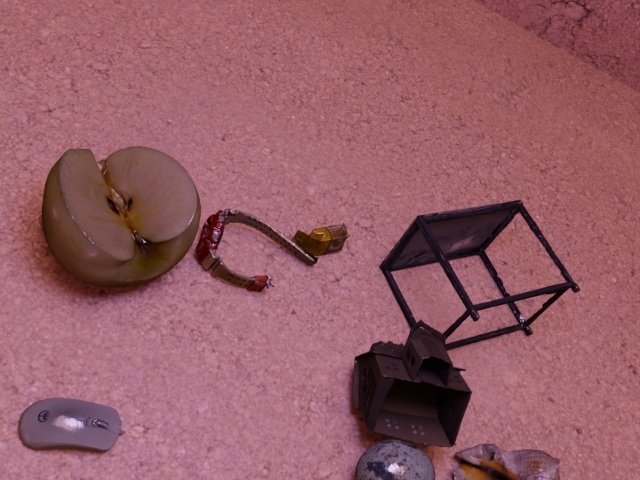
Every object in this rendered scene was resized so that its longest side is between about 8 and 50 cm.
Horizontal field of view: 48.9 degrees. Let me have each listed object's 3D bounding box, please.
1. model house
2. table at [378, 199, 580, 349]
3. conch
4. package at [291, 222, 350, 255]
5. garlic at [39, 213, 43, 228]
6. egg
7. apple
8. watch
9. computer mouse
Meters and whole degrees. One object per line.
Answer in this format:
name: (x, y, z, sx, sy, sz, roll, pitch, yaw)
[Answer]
model house: (0.184, 0.264, 1.459, 0.211, 0.205, 0.243, 14, 17, -12)
table: (0.371, 0.092, 1.670, 0.334, 0.222, 0.272, -10, 59, -30)
conch: (0.379, 0.495, 1.423, 0.245, 0.163, 0.178, 19, 25, 28)
package: (0.000, 0.000, 1.661, 0.131, 0.071, 0.047, -8, 63, -32)
garlic: (-0.544, -0.043, 1.446, 0.083, 0.053, 0.041, -22, 82, -49)
egg: (0.148, 0.451, 1.354, 0.172, 0.132, 0.132, 7, 53, -32)
apple: (-0.401, -0.042, 1.396, 0.295, 0.233, 0.258, -20, 60, -37)
watch: (-0.144, 0.035, 1.566, 0.268, 0.102, 0.165, 32, 55, -13)
computer mouse: (-0.430, 0.322, 1.230, 0.181, 0.056, 0.089, 12, 56, -18)
